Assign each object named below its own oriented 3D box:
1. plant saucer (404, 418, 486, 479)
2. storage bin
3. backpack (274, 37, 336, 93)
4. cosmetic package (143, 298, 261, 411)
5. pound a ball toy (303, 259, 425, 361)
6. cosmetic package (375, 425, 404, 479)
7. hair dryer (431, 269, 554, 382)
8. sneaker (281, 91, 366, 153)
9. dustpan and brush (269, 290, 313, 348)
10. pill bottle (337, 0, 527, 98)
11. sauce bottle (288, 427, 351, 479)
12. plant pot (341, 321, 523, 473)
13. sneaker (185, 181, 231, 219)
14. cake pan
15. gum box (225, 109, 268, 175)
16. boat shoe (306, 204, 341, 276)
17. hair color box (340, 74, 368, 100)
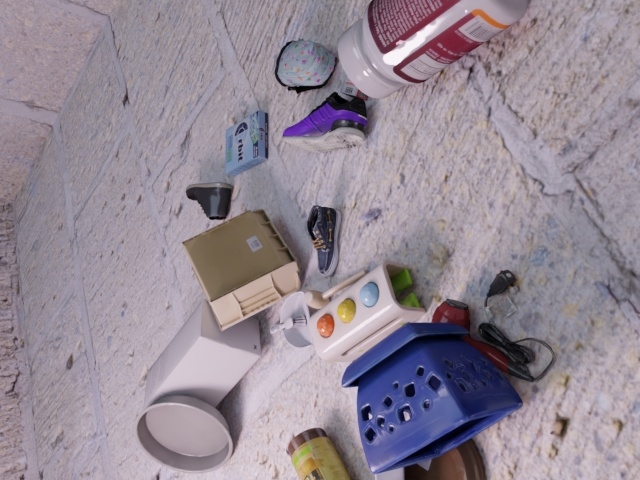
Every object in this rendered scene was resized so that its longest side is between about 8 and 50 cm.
[{"bbox_3d":[0.224,0.504,1.460,0.278,0.041,0.277,-17,67,48],"label":"plant saucer"},{"bbox_3d":[-0.219,0.068,1.948,0.260,0.123,0.262,-26,47,-9],"label":"storage bin"},{"bbox_3d":[-0.045,-0.499,1.981,0.182,0.115,0.151,19,93,48],"label":"backpack"},{"bbox_3d":[-0.348,0.363,2.037,0.365,0.197,0.155,-49,29,28],"label":"cosmetic package"},{"bbox_3d":[0.072,0.147,1.658,0.319,0.136,0.208,-39,53,37],"label":"pound a ball toy"},{"bbox_3d":[0.144,0.476,1.448,0.061,0.099,0.239,-1,76,7],"label":"cosmetic package"},{"bbox_3d":[0.304,0.213,1.406,0.293,0.080,0.223,-41,52,37],"label":"hair dryer"},{"bbox_3d":[0.019,-0.323,1.881,0.293,0.102,0.146,2,78,46],"label":"sneaker"},{"bbox_3d":[-0.086,0.227,1.879,0.211,0.060,0.147,140,121,-67],"label":"dustpan and brush"},{"bbox_3d":[0.237,-0.489,1.555,0.392,0.224,0.224,-26,61,43],"label":"pill bottle"},{"bbox_3d":[0.035,0.596,1.606,0.111,0.111,0.344,-58,43,23],"label":"sauce bottle"},{"bbox_3d":[0.197,0.284,1.323,0.236,0.236,0.212,-42,60,28],"label":"plant pot"},{"bbox_3d":[-0.383,-0.125,2.312,0.222,0.083,0.118,-3,79,49],"label":"sneaker"},{"bbox_3d":[-0.393,0.560,2.025,0.293,0.293,0.054,-49,14,30],"label":"cake pan"},{"bbox_3d":[-0.236,-0.307,2.217,0.184,0.041,0.156,-18,67,46],"label":"gum box"},{"bbox_3d":[0.000,0.000,1.821,0.065,0.083,0.183,-3,78,50],"label":"boat shoe"},{"bbox_3d":[0.109,-0.446,1.837,0.072,0.043,0.141,29,102,49],"label":"hair color box"}]
